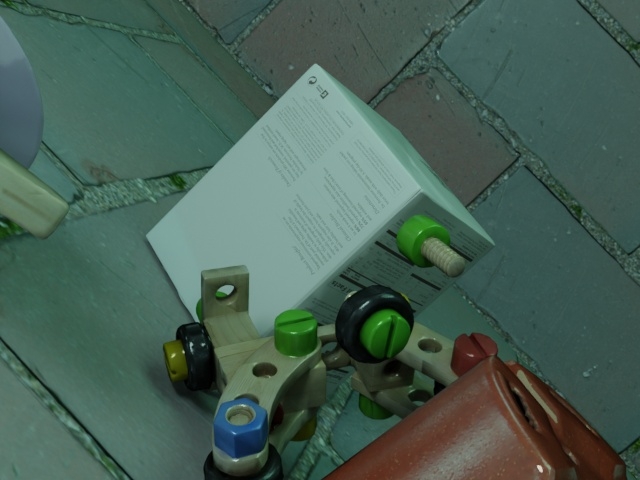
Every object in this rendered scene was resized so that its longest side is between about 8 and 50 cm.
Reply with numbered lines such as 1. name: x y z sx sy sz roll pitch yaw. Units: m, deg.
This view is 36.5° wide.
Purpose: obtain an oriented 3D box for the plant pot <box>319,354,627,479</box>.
1. plant pot: 0.073 0.227 0.566 0.272 0.265 0.272 43 14 -13

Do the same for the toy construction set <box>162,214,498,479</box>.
1. toy construction set: 0.007 0.133 0.837 0.237 0.257 0.309 42 -16 53

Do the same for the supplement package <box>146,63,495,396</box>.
1. supplement package: 0.000 0.000 1.033 0.198 0.262 0.199 28 22 -55

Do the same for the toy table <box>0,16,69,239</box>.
1. toy table: -0.272 -0.097 0.579 0.274 0.252 0.161 23 9 -38
